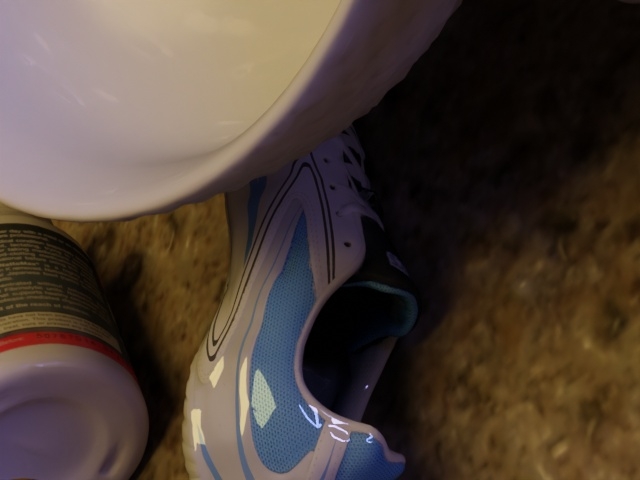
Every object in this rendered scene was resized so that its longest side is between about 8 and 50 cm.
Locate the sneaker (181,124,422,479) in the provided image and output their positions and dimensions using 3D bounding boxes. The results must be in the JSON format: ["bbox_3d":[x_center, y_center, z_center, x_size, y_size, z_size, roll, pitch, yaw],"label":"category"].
[{"bbox_3d":[0.000,0.000,0.529,0.086,0.085,0.237,-9,53,16],"label":"sneaker"}]

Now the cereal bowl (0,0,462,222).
[{"bbox_3d":[-0.058,-0.183,0.472,0.339,0.141,0.339,13,111,38],"label":"cereal bowl"}]

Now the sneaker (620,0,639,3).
[{"bbox_3d":[0.157,-0.180,0.396,0.104,0.095,0.236,23,96,49],"label":"sneaker"}]

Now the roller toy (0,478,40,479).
[{"bbox_3d":[-0.119,0.161,0.490,0.209,0.191,0.146,128,149,-65],"label":"roller toy"}]

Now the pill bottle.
[{"bbox_3d":[-0.159,0.050,0.682,0.108,0.108,0.180,-55,36,18],"label":"pill bottle"}]
